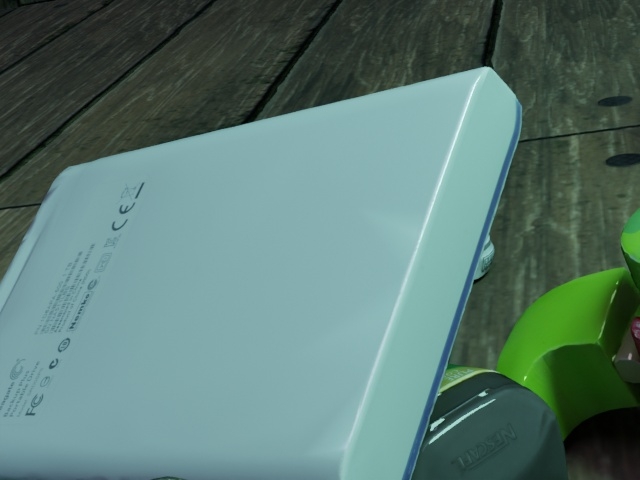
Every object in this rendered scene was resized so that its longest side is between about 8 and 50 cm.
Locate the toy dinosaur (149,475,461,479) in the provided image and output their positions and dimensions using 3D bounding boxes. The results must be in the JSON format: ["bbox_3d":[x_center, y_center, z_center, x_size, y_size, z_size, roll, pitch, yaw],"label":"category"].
[{"bbox_3d":[0.031,0.145,0.400,0.314,0.160,0.121,-9,49,41],"label":"toy dinosaur"}]

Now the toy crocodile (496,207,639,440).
[{"bbox_3d":[0.234,0.047,0.535,0.341,0.115,0.105,-1,38,38],"label":"toy crocodile"}]

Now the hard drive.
[{"bbox_3d":[-0.065,0.032,0.622,0.319,0.040,0.210,-8,51,43],"label":"hard drive"}]

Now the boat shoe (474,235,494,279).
[{"bbox_3d":[0.000,0.000,0.846,0.229,0.076,0.080,-6,21,14],"label":"boat shoe"}]

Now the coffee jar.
[{"bbox_3d":[0.024,0.091,0.589,0.096,0.079,0.184,-27,24,-28],"label":"coffee jar"}]
